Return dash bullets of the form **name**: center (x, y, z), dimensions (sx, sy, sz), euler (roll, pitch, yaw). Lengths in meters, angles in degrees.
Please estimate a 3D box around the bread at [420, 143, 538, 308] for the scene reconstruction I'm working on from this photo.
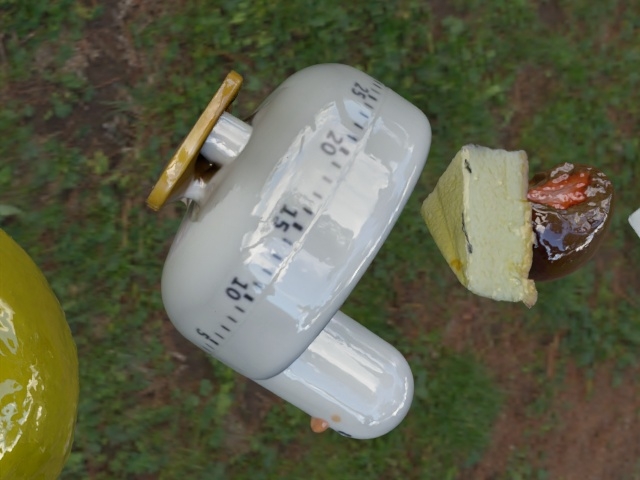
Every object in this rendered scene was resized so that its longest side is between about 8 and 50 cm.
- **bread**: center (0.136, -0.011, 0.994), dimensions (0.084, 0.080, 0.109), euler (8, 40, -37)

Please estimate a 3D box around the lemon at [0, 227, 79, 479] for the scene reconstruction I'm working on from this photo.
- **lemon**: center (-0.368, 0.123, 1.087), dimensions (0.348, 0.348, 0.348), euler (0, 91, -40)

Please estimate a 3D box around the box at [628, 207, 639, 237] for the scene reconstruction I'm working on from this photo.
- **box**: center (0.251, -0.015, 0.752), dimensions (0.154, 0.084, 0.040), euler (11, 44, -52)

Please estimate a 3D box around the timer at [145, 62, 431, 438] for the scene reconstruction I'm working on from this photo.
- **timer**: center (0.000, 0.000, 0.910), dimensions (0.240, 0.233, 0.233), euler (33, 67, -6)

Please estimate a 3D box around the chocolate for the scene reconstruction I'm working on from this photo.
- **chocolate**: center (0.252, -0.026, 1.355), dimensions (0.133, 0.127, 0.124), euler (-18, 61, -5)
